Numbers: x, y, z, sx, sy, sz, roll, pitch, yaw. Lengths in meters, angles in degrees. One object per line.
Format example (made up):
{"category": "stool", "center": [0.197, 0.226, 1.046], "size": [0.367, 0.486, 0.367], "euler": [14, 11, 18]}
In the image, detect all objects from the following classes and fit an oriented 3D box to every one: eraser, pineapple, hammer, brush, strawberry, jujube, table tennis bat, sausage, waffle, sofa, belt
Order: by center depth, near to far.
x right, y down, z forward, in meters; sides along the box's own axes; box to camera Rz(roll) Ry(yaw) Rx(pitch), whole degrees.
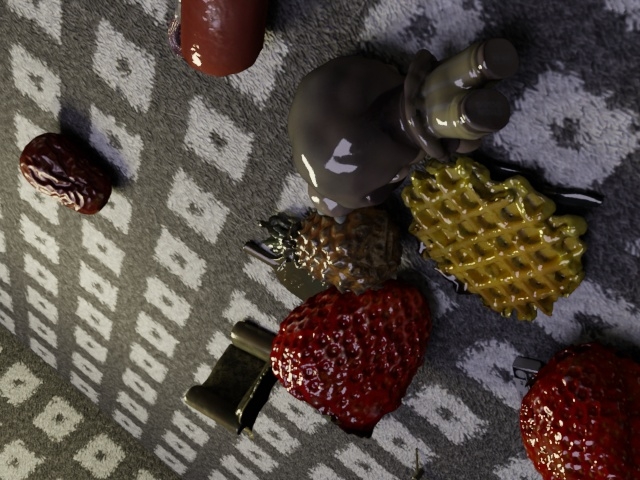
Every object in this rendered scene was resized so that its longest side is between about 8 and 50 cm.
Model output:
{"category": "brush", "center": [0.318, -0.076, 0.995], "size": [0.194, 0.016, 0.062], "euler": [19, 144, 30]}
{"category": "sausage", "center": [-0.148, -0.358, 1.028], "size": [0.148, 0.148, 0.254], "euler": [35, 143, 10]}
{"category": "strawberry", "center": [0.447, 0.318, 1.055], "size": [0.250, 0.288, 0.238], "euler": [13, 129, 5]}
{"category": "waffle", "center": [0.266, 0.001, 1.078], "size": [0.312, 0.060, 0.307], "euler": [30, 146, 17]}
{"category": "belt", "center": [-0.213, -0.406, 1.117], "size": [0.071, 0.053, 0.232], "euler": [39, 144, 17]}
{"category": "pineapple", "center": [0.000, 0.000, 1.267], "size": [0.361, 0.175, 0.175], "euler": [15, 138, 54]}
{"category": "eraser", "center": [0.397, 0.274, 1.269], "size": [0.052, 0.029, 0.122], "euler": [8, 132, 37]}
{"category": "strawberry", "center": [0.066, 0.207, 1.338], "size": [0.292, 0.309, 0.292], "euler": [31, 175, 3]}
{"category": "table tennis bat", "center": [-0.071, 0.070, 1.500], "size": [0.234, 0.022, 0.131], "euler": [31, 143, 11]}
{"category": "jujube", "center": [-0.623, -0.163, 1.663], "size": [0.230, 0.155, 0.155], "euler": [34, 144, -3]}
{"category": "sofa", "center": [-0.203, 0.342, 1.700], "size": [0.200, 0.258, 0.182], "euler": [22, 152, 27]}
{"category": "hammer", "center": [0.244, 0.567, 1.709], "size": [0.019, 0.035, 0.110], "euler": [13, 126, 32]}

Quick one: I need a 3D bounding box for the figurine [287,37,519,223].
{"category": "figurine", "center": [0.095, -0.164, 0.940], "size": [0.381, 0.203, 0.248], "euler": [-10, 88, 50]}
